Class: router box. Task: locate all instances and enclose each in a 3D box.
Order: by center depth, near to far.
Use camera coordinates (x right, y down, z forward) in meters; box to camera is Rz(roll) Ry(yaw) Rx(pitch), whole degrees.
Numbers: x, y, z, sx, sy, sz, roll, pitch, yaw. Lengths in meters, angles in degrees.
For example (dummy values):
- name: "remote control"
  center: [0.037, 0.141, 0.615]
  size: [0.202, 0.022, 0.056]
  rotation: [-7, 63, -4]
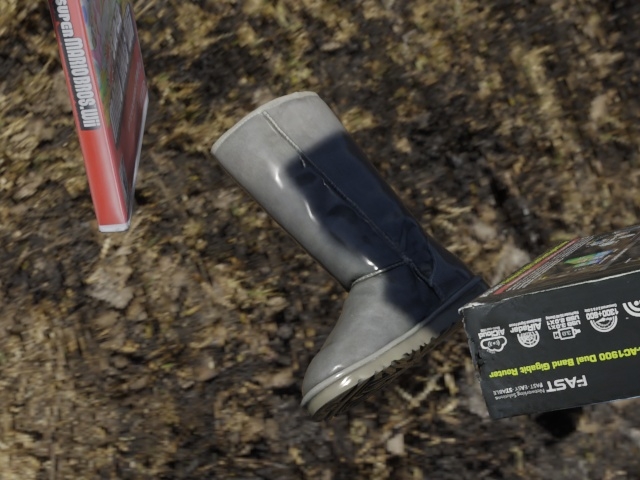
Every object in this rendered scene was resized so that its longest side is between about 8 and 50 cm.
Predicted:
- name: "router box"
  center: [0.109, 0.018, 0.379]
  size: [0.122, 0.092, 0.038]
  rotation: [-20, 96, -62]

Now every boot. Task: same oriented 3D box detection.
- name: "boot"
  center: [-0.002, 0.002, 0.801]
  size: [0.189, 0.076, 0.208]
  rotation: [-31, 77, -42]

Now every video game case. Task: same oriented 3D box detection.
- name: "video game case"
  center: [-0.162, -0.178, 0.835]
  size: [0.025, 0.204, 0.285]
  rotation: [-5, 126, 1]
